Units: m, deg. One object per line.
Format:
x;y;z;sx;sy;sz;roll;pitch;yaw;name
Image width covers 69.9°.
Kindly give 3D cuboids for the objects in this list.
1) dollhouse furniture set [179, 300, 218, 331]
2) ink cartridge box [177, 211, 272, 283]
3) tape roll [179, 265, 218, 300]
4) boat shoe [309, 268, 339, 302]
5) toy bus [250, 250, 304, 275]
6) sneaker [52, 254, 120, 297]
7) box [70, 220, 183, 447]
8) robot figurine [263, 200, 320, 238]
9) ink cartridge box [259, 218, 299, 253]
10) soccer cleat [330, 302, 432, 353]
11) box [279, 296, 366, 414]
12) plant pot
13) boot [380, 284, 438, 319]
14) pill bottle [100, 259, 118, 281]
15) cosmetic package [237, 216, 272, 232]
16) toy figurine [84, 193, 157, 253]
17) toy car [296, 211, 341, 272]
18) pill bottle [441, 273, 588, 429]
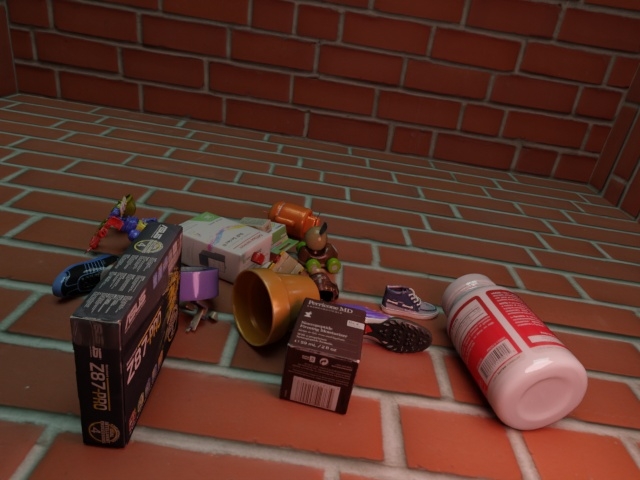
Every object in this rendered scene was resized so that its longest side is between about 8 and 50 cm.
-0.365;0.220;1.282;0.114;0.091;0.081;2;60;37;dollhouse furniture set
-0.304;0.030;1.550;0.353;0.119;0.207;18;27;18;ink cartridge box
-0.387;0.120;1.308;0.188;0.080;0.189;1;1;0;tape roll
0.013;0.155;1.381;0.073;0.207;0.073;-22;62;9;boat shoe
-0.145;0.134;1.413;0.202;0.191;0.104;-3;-14;-25;toy bus
-0.657;0.102;1.334;0.090;0.082;0.232;10;24;18;sneaker
-0.401;0.181;1.003;0.097;0.319;0.395;7;26;-3;box
-0.115;-0.084;1.831;0.219;0.128;0.158;18;49;14;robot figurine
-0.195;-0.018;1.683;0.209;0.062;0.109;14;34;35;ink cartridge box
0.161;0.239;1.315;0.318;0.109;0.116;9;22;4;soccer cleat
0.010;0.275;1.117;0.168;0.167;0.203;12;27;5;box
-0.112;0.169;1.259;0.187;0.205;0.205;-6;30;-41;plant pot
0.291;0.194;1.458;0.189;0.086;0.069;6;27;-7;boot
-0.533;0.087;1.361;0.121;0.121;0.216;16;28;12;pill bottle
-0.238;-0.050;1.640;0.115;0.041;0.060;7;31;27;cosmetic package
-0.632;-0.015;1.565;0.217;0.191;0.362;37;0;-24;toy figurine
0.000;0.000;1.631;0.148;0.189;0.155;-2;29;-21;toy car
0.481;0.267;1.220;0.228;0.229;0.408;3;27;-12;pill bottle
